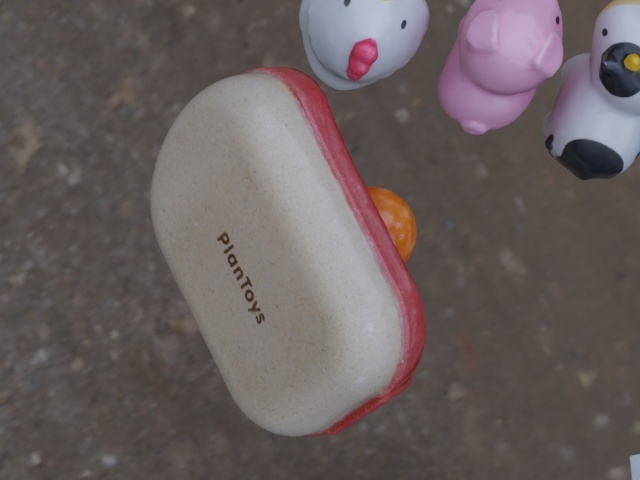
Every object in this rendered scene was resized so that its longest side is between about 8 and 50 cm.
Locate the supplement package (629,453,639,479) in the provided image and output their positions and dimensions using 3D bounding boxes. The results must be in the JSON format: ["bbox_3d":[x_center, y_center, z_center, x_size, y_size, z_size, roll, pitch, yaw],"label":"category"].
[{"bbox_3d":[0.488,0.307,1.833,0.199,0.262,0.198,15,66,-43],"label":"supplement package"}]

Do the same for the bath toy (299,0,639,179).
[{"bbox_3d":[0.155,-0.130,1.344,0.348,0.151,0.129,16,21,-6],"label":"bath toy"}]

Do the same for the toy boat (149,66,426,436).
[{"bbox_3d":[0.000,0.000,1.122,0.151,0.151,0.231,-13,73,-46],"label":"toy boat"}]
